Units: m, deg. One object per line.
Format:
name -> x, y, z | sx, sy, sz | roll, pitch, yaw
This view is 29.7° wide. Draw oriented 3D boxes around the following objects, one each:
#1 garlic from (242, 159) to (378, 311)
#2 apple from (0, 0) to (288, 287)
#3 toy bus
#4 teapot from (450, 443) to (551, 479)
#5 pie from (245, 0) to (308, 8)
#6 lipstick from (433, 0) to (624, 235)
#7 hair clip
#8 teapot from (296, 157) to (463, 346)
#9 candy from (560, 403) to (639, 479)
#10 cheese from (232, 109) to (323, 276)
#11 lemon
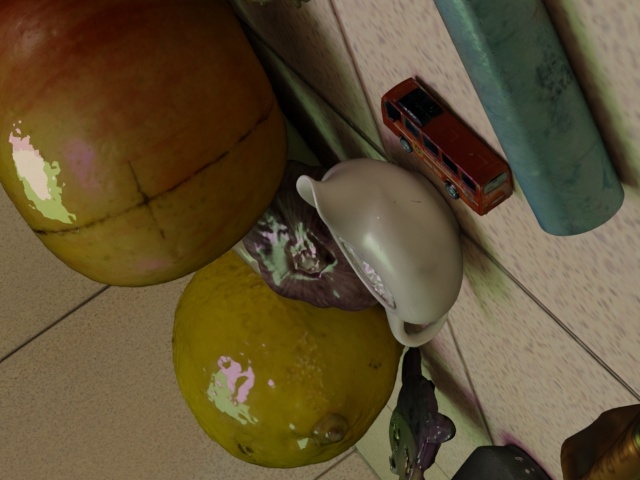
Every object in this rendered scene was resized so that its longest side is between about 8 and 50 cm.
garlic -> 0.000, 0.000, 1.107 | 0.159, 0.102, 0.147 | 40, 129, -6
apple -> -0.157, -0.105, 1.016 | 0.286, 0.233, 0.286 | 59, 178, 3
toy bus -> 0.081, -0.063, 0.792 | 0.110, 0.031, 0.043 | 48, 167, 32
teapot -> 0.148, 0.332, 1.288 | 0.171, 0.225, 0.203 | 59, 170, -22
pie -> -0.121, -0.249, 0.929 | 0.128, 0.068, 0.282 | 3, -151, -49
lipstick -> 0.099, -0.076, 0.585 | 0.158, 0.048, 0.048 | 59, 170, -27
hair clip -> 0.112, 0.217, 1.412 | 0.187, 0.056, 0.146 | -85, 9, -64
teapot -> 0.061, 0.005, 0.962 | 0.145, 0.092, 0.226 | 49, 171, 49
candy -> 0.196, 0.105, 0.607 | 0.143, 0.101, 0.271 | 46, 164, 17
cheese -> -0.095, -0.114, 1.227 | 0.328, 0.129, 0.351 | 50, 172, 33
lemon -> -0.040, 0.124, 1.394 | 0.268, 0.268, 0.322 | 59, 170, -25
